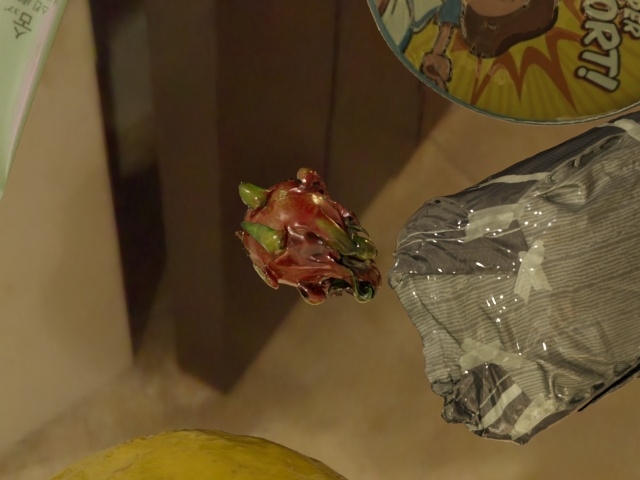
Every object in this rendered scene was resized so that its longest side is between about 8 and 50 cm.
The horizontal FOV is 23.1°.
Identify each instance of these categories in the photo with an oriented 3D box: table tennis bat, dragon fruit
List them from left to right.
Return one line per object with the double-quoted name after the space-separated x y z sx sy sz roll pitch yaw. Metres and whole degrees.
0.000 0.000 1.694 0.175 0.138 0.142 27 18 33 "dragon fruit"
0.189 -0.178 1.016 0.329 0.215 0.044 2 22 13 "table tennis bat"

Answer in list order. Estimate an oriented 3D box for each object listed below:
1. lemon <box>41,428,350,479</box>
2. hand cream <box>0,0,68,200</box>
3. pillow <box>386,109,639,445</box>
-0.081 0.242 0.917 0.285 0.285 0.316 -38 50 -23 "lemon"
-0.124 -0.115 0.641 0.050 0.078 0.205 18 85 40 "hand cream"
0.201 0.002 0.935 0.335 0.092 0.161 -22 98 -18 "pillow"
